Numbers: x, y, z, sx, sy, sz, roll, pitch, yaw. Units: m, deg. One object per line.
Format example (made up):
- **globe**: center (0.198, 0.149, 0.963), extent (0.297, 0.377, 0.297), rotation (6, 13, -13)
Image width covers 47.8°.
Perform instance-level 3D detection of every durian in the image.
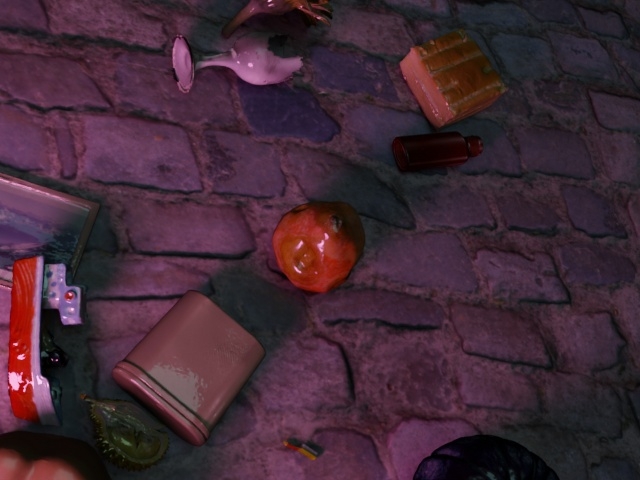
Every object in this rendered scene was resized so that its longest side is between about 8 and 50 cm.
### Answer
- **durian**: center (-0.404, 0.382, 1.429), extent (0.208, 0.102, 0.146), rotation (45, 18, -9)

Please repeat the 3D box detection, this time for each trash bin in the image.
- **trash bin**: center (-0.273, 0.264, 1.534), extent (0.243, 0.121, 0.247), rotation (40, 58, -5)

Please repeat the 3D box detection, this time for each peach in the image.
- **peach**: center (0.000, 0.000, 1.675), extent (0.214, 0.235, 0.214), rotation (11, 58, -18)

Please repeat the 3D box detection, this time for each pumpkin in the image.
- **pumpkin**: center (0.361, 0.608, 1.589), extent (0.363, 0.266, 0.363), rotation (6, 69, -16)

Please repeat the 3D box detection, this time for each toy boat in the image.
- **toy boat**: center (-0.531, 0.198, 1.424), extent (0.133, 0.145, 0.332), rotation (0, 80, -10)

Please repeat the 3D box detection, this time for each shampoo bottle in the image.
- **shampoo bottle**: center (0.328, -0.249, 1.994), extent (0.260, 0.064, 0.102), rotation (-9, 71, -26)

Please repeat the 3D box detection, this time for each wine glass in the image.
- **wine glass**: center (-0.206, -0.451, 1.807), extent (0.321, 0.143, 0.143), rotation (-14, 77, -27)

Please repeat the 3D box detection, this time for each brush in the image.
- **brush**: center (-0.045, 0.462, 1.609), extent (0.083, 0.019, 0.021), rotation (30, 53, -11)

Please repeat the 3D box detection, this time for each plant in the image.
- **plant**: center (-0.119, -0.668, 1.859), extent (0.297, 0.306, 0.261), rotation (-4, 97, 7)

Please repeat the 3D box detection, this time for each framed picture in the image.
- **framed picture**: center (-0.668, -0.022, 1.523), extent (0.335, 0.022, 0.247), rotation (19, 65, -15)

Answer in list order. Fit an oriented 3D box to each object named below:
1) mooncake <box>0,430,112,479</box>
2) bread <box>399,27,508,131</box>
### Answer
- **mooncake**: center (-0.521, 0.524, 1.245), extent (0.378, 0.201, 0.378), rotation (1, 82, -11)
- **bread**: center (0.380, -0.469, 2.068), extent (0.246, 0.111, 0.239), rotation (-26, 84, -28)
